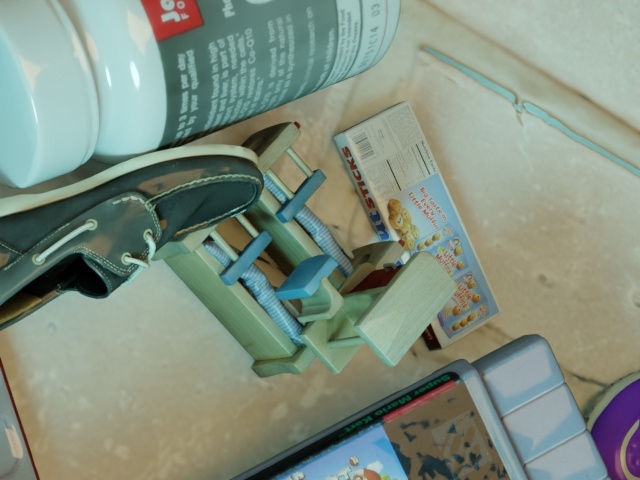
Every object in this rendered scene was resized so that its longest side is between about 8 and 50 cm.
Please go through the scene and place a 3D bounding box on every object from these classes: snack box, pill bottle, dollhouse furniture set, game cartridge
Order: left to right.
[{"bbox_3d":[-0.101,-0.145,1.316,0.283,0.161,0.161,-24,96,-30],"label":"pill bottle"},{"bbox_3d":[0.000,0.000,1.344,0.129,0.183,0.129,48,64,-16],"label":"dollhouse furniture set"},{"bbox_3d":[0.042,0.237,1.356,0.355,0.068,0.230,-27,102,-11],"label":"game cartridge"},{"bbox_3d":[0.074,-0.011,1.480,0.064,0.022,0.178,-29,98,-30],"label":"snack box"}]

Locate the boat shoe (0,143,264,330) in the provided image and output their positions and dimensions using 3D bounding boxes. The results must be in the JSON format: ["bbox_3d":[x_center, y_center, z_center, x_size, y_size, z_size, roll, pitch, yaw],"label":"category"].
[{"bbox_3d":[-0.138,0.002,1.275,0.233,0.084,0.079,-19,63,-19],"label":"boat shoe"}]

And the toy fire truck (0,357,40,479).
[{"bbox_3d":[-0.248,0.218,1.204,0.254,0.169,0.302,-22,94,-50],"label":"toy fire truck"}]

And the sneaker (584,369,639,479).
[{"bbox_3d":[0.343,0.135,1.544,0.293,0.146,0.102,-15,91,-30],"label":"sneaker"}]
